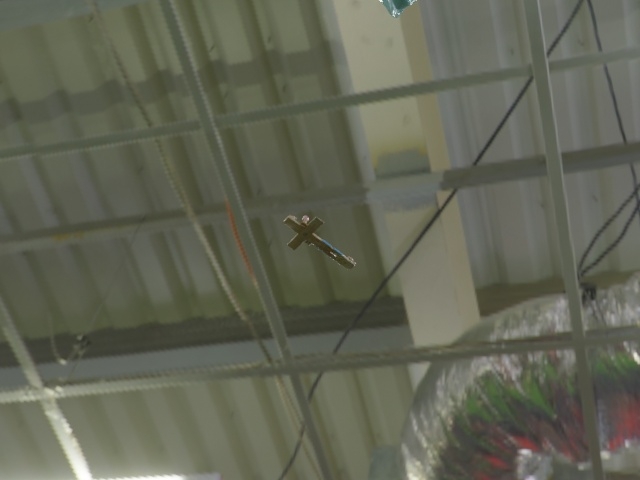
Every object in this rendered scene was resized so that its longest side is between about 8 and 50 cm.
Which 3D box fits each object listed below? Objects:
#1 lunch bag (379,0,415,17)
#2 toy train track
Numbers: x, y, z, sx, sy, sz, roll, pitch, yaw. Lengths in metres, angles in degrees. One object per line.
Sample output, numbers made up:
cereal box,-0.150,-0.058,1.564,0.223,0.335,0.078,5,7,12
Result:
lunch bag,0.054,-0.275,0.442,0.223,0.160,0.262,41,-103,-10
toy train track,0.000,0.000,0.964,0.083,0.014,0.048,36,-54,-16
